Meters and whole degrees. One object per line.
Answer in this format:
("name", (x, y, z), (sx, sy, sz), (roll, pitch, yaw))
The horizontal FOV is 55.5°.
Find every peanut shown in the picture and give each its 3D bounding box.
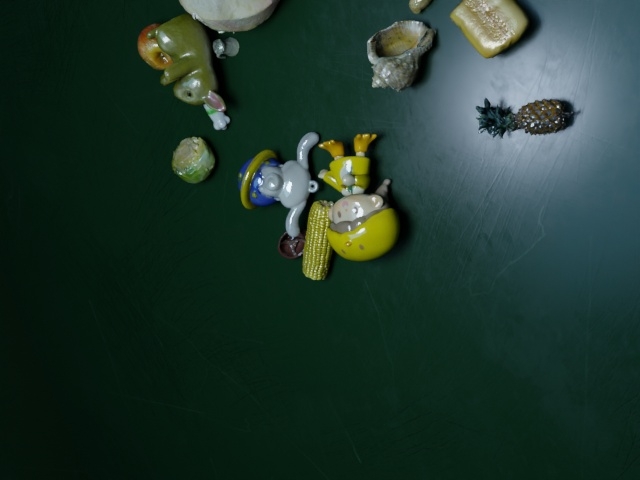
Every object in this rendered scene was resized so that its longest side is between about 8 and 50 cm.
("peanut", (0.258, -0.622, 1.517), (0.054, 0.054, 0.113), (36, 119, 21))

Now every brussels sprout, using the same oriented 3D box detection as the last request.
("brussels sprout", (-0.411, -0.260, 2.015), (0.149, 0.122, 0.151), (1, 68, 26))

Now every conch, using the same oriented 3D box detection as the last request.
("conch", (0.199, -0.474, 1.545), (0.155, 0.130, 0.207), (40, 107, -17))

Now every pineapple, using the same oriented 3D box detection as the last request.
("pineapple", (0.477, -0.291, 1.432), (0.222, 0.103, 0.083), (3, 70, 34))

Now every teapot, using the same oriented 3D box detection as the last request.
("teapot", (-0.296, -0.592, 1.870), (0.057, 0.083, 0.067), (34, 117, 16))

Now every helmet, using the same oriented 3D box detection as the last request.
("helmet", (-0.085, -0.001, 1.903), (0.089, 0.057, 0.111), (36, 103, -18))

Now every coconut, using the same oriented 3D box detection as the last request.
("coconut", (-0.260, -0.767, 1.654), (0.353, 0.353, 0.352), (9, 107, 31))

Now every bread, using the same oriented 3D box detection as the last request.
("bread", (0.400, -0.518, 1.427), (0.134, 0.085, 0.173), (-40, 78, 31))

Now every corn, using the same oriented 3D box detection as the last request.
("corn", (0.000, 0.000, 1.826), (0.093, 0.093, 0.244), (20, 114, 28))

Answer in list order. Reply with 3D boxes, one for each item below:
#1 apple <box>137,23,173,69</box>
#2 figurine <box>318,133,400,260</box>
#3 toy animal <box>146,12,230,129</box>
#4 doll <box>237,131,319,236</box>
("apple", (-0.517, -0.625, 1.968), (0.147, 0.146, 0.146), (9, 107, 31))
("figurine", (0.105, -0.113, 1.678), (0.215, 0.187, 0.343), (-6, 94, 44))
("toy animal", (-0.400, -0.500, 1.858), (0.181, 0.181, 0.362), (-17, 104, -9))
("doll", (-0.127, -0.201, 1.812), (0.243, 0.160, 0.310), (33, 104, 35))
